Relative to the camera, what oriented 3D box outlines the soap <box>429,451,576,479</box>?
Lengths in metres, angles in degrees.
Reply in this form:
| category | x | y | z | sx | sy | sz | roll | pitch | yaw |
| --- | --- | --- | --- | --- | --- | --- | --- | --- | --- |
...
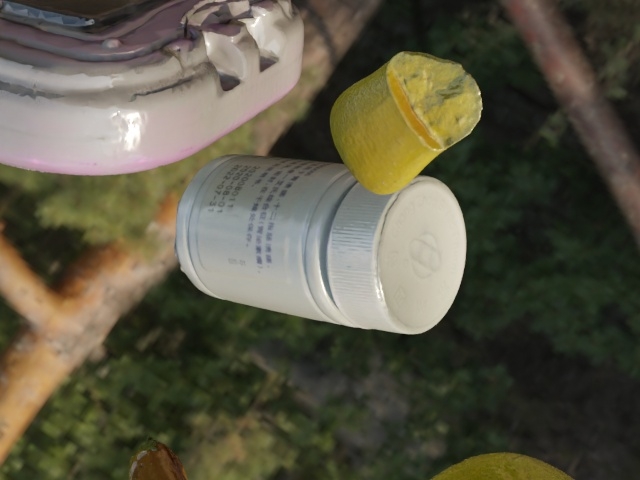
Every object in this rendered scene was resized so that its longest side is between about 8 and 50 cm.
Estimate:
| category | x | y | z | sx | sy | sz | roll | pitch | yaw |
| --- | --- | --- | --- | --- | --- | --- | --- | --- | --- |
| soap | 0.240 | 0.438 | 1.579 | 0.427 | 0.306 | 0.115 | 49 | 180 | 28 |

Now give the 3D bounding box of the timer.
| category | x | y | z | sx | sy | sz | roll | pitch | yaw |
| --- | --- | --- | --- | --- | --- | --- | --- | --- | --- |
| timer | -0.118 | -0.100 | 0.706 | 0.191 | 0.069 | 0.208 | 14 | -153 | 21 |

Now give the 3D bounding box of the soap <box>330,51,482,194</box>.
| category | x | y | z | sx | sy | sz | roll | pitch | yaw |
| --- | --- | --- | --- | --- | --- | --- | --- | --- | --- |
| soap | 0.057 | -0.092 | 1.064 | 0.089 | 0.033 | 0.168 | 55 | 147 | 4 |

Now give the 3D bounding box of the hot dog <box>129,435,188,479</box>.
| category | x | y | z | sx | sy | sz | roll | pitch | yaw |
| --- | --- | --- | --- | --- | --- | --- | --- | --- | --- |
| hot dog | -0.142 | 0.315 | 1.468 | 0.269 | 0.072 | 0.115 | 53 | 173 | 52 |

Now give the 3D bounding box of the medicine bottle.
| category | x | y | z | sx | sy | sz | roll | pitch | yaw |
| --- | --- | --- | --- | --- | --- | --- | --- | --- | --- |
| medicine bottle | 0.000 | 0.000 | 1.691 | 0.332 | 0.190 | 0.190 | 10 | 155 | 43 |
